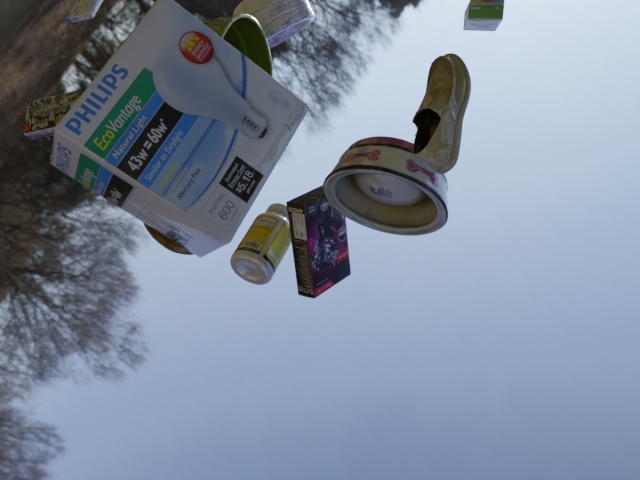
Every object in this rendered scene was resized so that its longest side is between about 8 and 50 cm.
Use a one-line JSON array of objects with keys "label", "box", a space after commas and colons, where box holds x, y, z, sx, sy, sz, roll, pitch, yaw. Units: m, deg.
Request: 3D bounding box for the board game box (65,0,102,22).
[{"label": "board game box", "box": [-0.670, -0.662, 1.610, 0.090, 0.020, 0.090, -2, -122, 24]}]

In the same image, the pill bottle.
[{"label": "pill bottle", "box": [-0.223, 0.006, 2.356, 0.188, 0.188, 0.334, -16, -145, 42]}]

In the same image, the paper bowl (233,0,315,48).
[{"label": "paper bowl", "box": [-0.171, -0.729, 1.856, 0.284, 0.148, 0.284, -28, -169, 6]}]

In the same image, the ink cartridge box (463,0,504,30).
[{"label": "ink cartridge box", "box": [0.526, -0.728, 1.815, 0.209, 0.109, 0.062, -43, 136, -80]}]

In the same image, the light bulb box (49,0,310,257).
[{"label": "light bulb box", "box": [-0.279, -0.215, 1.143, 0.225, 0.361, 0.358, -21, -141, 61]}]

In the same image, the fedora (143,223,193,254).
[{"label": "fedora", "box": [-0.320, -0.050, 1.286, 0.079, 0.194, 0.194, -31, -149, 56]}]

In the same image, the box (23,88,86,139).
[{"label": "box", "box": [-0.578, -0.278, 1.243, 0.137, 0.027, 0.094, -11, -117, 5]}]

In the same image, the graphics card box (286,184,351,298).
[{"label": "graphics card box", "box": [0.000, 0.000, 2.077, 0.094, 0.371, 0.232, 11, -153, 39]}]

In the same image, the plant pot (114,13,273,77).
[{"label": "plant pot", "box": [-0.364, -0.433, 1.562, 0.352, 0.366, 0.367, 8, -125, 17]}]

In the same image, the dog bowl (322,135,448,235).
[{"label": "dog bowl", "box": [0.222, -0.176, 1.818, 0.408, 0.408, 0.150, -7, -123, 48]}]

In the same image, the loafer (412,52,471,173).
[{"label": "loafer", "box": [0.252, -0.280, 1.205, 0.102, 0.092, 0.269, -12, -110, 57]}]
